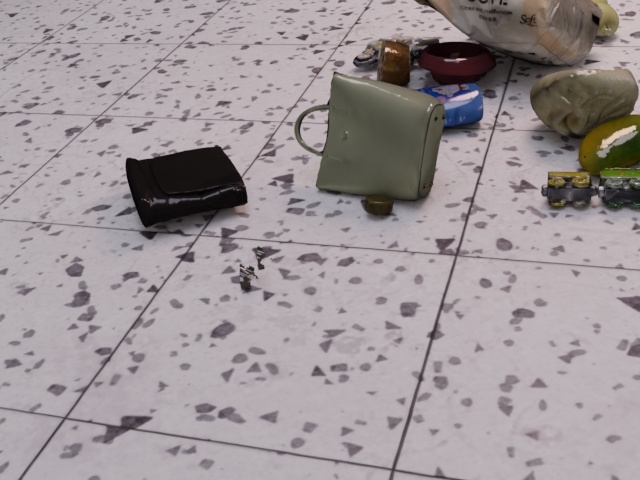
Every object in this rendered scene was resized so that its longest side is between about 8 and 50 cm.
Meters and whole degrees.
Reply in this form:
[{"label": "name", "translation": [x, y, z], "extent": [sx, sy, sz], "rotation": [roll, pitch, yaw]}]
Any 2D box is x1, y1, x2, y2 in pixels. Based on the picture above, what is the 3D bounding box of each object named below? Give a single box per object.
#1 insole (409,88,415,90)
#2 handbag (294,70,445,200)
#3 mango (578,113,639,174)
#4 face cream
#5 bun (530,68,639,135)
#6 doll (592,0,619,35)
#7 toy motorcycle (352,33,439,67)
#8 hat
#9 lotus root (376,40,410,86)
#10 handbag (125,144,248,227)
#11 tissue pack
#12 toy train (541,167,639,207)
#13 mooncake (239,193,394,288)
[{"label": "insole", "translation": [0.199, -0.337, 2.083], "extent": [0.053, 0.002, 0.152], "rotation": [12, 37, 26]}, {"label": "handbag", "translation": [0.079, -0.203, 1.705], "extent": [0.315, 0.241, 0.109], "rotation": [13, 12, 20]}, {"label": "mango", "translation": [0.590, -0.194, 1.710], "extent": [0.191, 0.085, 0.122], "rotation": [-20, 39, -14]}, {"label": "face cream", "translation": [0.228, -0.297, 1.944], "extent": [0.264, 0.083, 0.149], "rotation": [-8, 30, 0]}, {"label": "bun", "translation": [0.555, -0.286, 1.804], "extent": [0.231, 0.133, 0.231], "rotation": [-2, -1, 0]}, {"label": "doll", "translation": [0.725, -0.623, 2.333], "extent": [0.141, 0.117, 0.296], "rotation": [17, 40, -19]}, {"label": "toy motorcycle", "translation": [0.201, -0.501, 2.274], "extent": [0.229, 0.074, 0.151], "rotation": [-6, 33, 12]}, {"label": "hat", "translation": [0.334, -0.428, 2.119], "extent": [0.206, 0.089, 0.205], "rotation": [-2, 28, 1]}, {"label": "lotus root", "translation": [0.183, -0.444, 2.149], "extent": [0.081, 0.112, 0.122], "rotation": [1, 32, 1]}, {"label": "handbag", "translation": [-0.279, -0.113, 1.773], "extent": [0.223, 0.080, 0.247], "rotation": [-9, 30, -16]}, {"label": "tissue pack", "translation": [0.465, -0.553, 2.128], "extent": [0.376, 0.195, 0.390], "rotation": [16, 9, 33]}, {"label": "toy train", "translation": [0.517, -0.099, 1.608], "extent": [0.202, 0.060, 0.081], "rotation": [1, 27, 13]}, {"label": "mooncake", "translation": [-0.004, -0.012, 1.576], "extent": [0.347, 0.057, 0.150], "rotation": [-20, 22, -14]}]
